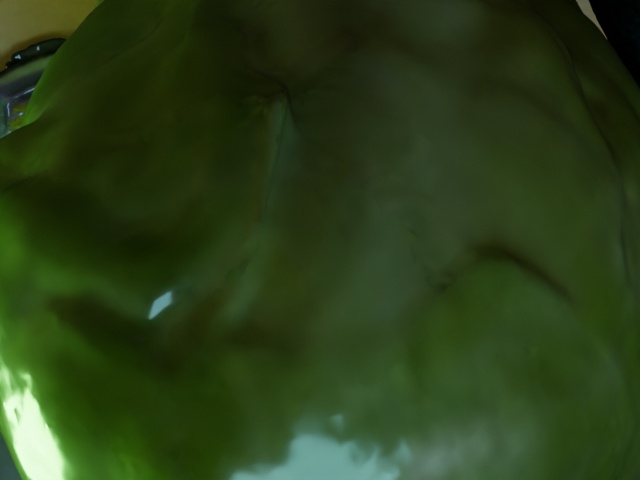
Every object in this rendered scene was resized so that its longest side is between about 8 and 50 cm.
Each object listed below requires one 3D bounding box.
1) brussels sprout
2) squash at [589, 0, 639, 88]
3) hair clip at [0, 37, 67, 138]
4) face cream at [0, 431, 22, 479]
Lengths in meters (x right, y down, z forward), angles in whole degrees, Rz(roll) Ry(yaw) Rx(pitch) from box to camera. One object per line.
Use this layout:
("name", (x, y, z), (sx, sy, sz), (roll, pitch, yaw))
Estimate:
("brussels sprout", (0.007, 0.012, 0.551), (0.242, 0.317, 0.274), (-22, 126, 29))
("squash", (0.214, -0.137, 0.555), (0.252, 0.165, 0.252), (-11, 142, -9))
("hair clip", (-0.096, -0.039, 0.681), (0.116, 0.049, 0.172), (-35, 138, 4))
("face cream", (-0.089, 0.149, 0.780), (0.357, 0.220, 0.312), (10, 166, -30))
